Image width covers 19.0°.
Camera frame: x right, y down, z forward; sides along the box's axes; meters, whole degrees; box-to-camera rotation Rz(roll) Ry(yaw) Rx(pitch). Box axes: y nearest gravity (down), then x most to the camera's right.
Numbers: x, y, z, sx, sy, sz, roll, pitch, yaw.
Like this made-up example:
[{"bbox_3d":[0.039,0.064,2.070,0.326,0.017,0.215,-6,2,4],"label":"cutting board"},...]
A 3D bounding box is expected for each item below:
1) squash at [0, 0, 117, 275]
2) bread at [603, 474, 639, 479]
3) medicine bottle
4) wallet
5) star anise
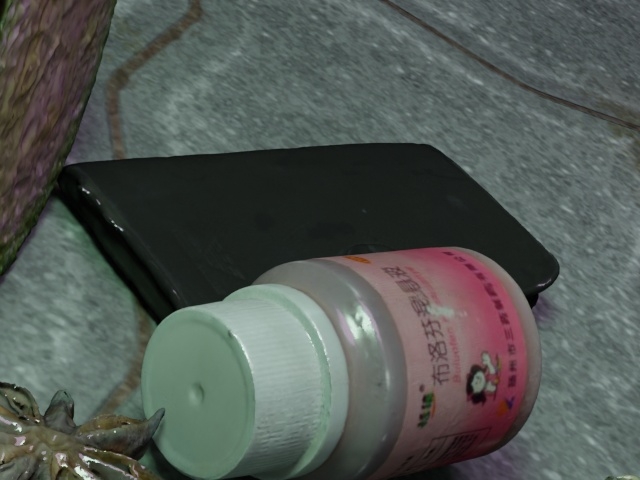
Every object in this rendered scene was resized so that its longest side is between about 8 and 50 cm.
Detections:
[{"bbox_3d":[-0.302,-0.152,1.146,0.309,0.310,0.310,16,29,4],"label":"squash"},{"bbox_3d":[0.284,0.218,1.235,0.232,0.064,0.172,25,8,20],"label":"bread"},{"bbox_3d":[0.015,0.079,1.162,0.247,0.147,0.147,-5,45,-46],"label":"medicine bottle"},{"bbox_3d":[0.000,0.000,1.366,0.377,0.051,0.197,-6,44,-44],"label":"wallet"},{"bbox_3d":[-0.146,0.130,1.009,0.182,0.065,0.195,11,19,-25],"label":"star anise"}]
